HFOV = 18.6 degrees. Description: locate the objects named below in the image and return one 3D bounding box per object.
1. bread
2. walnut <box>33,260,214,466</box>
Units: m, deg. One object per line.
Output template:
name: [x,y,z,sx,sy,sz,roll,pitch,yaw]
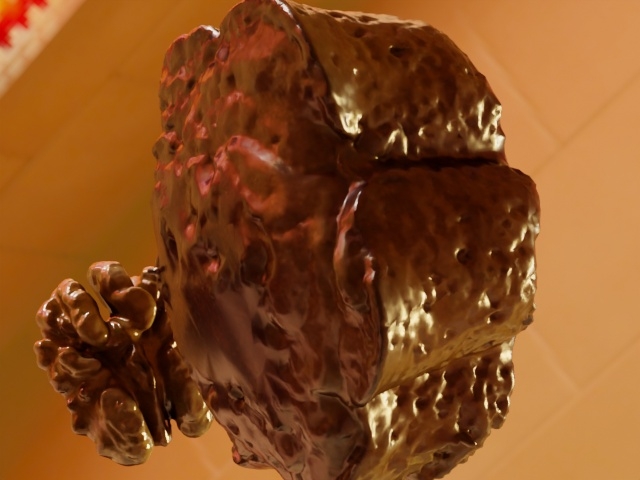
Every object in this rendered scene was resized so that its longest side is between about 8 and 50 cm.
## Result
bread: [0.000,0.013,0.903,0.135,0.246,0.232,-7,-102,-23]
walnut: [-0.156,0.095,1.618,0.143,0.069,0.170,-26,-98,-21]
